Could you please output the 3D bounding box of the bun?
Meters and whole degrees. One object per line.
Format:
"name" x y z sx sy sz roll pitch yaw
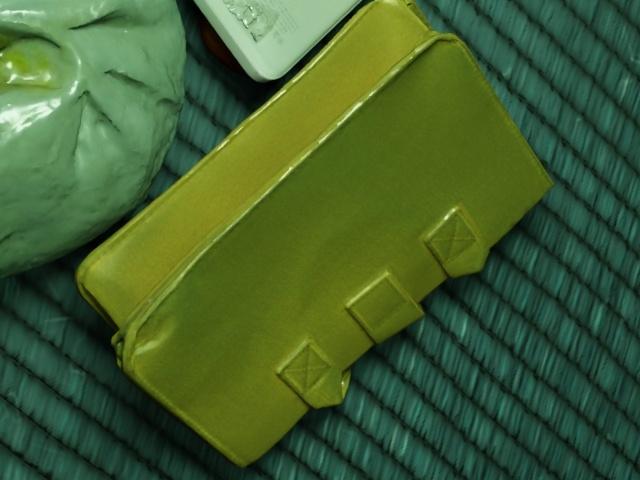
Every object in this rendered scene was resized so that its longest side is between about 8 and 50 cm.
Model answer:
"bun" -0.278 -0.122 1.342 0.354 0.194 0.354 -3 99 -17

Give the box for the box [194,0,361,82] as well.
"box" 0.000 -0.271 1.440 0.285 0.044 0.142 -47 109 -28

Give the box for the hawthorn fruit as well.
"hawthorn fruit" -0.059 -0.182 1.464 0.081 0.081 0.093 -44 114 -6

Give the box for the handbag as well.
"handbag" 0.000 0.000 1.461 0.401 0.133 0.283 -44 133 -4
